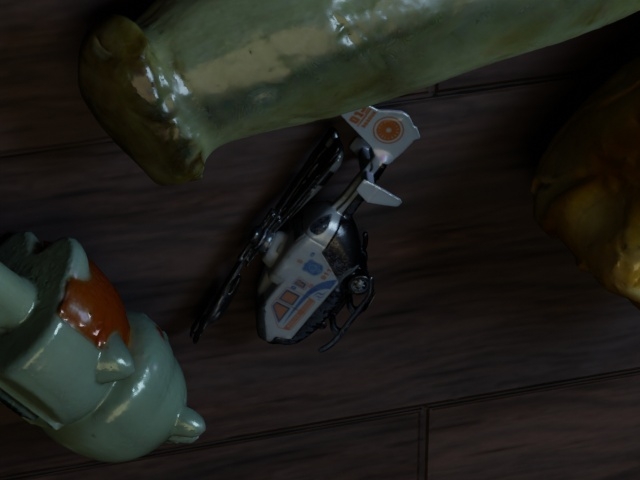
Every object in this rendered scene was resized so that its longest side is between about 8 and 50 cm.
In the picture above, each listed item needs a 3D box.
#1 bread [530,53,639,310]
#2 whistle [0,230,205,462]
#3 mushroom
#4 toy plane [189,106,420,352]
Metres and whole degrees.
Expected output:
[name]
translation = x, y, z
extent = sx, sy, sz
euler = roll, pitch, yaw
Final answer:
[bread]
translation = 0.284, -0.089, 0.981
extent = 0.344, 0.149, 0.195
euler = -46, 136, 18
[whistle]
translation = -0.157, 0.056, 0.992
extent = 0.102, 0.105, 0.253
euler = -23, 137, 25
[mushroom]
translation = 0.033, -0.125, 0.923
extent = 0.333, 0.087, 0.107
euler = -20, 133, -5
[toy plane]
translation = 0.001, 0.000, 1.029
extent = 0.078, 0.053, 0.197
euler = 24, 121, -20
